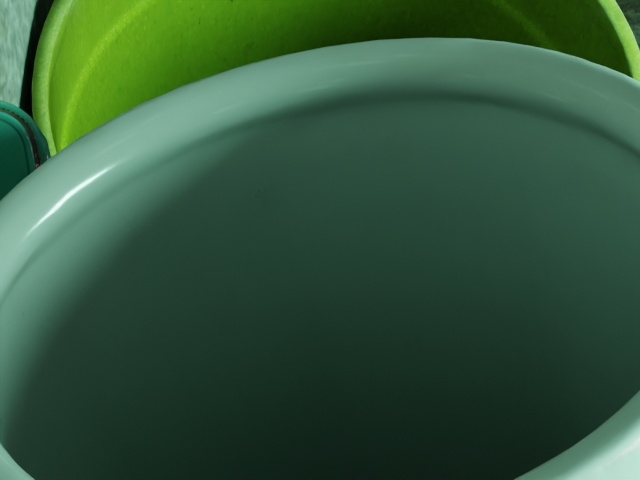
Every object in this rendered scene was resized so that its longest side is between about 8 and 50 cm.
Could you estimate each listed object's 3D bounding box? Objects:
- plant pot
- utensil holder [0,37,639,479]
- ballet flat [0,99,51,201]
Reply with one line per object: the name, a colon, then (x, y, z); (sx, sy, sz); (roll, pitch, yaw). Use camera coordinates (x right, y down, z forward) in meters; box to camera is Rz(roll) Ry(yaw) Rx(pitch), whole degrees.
plant pot: (0.000, 0.000, 1.262); (0.353, 0.366, 0.366); (99, -5, -58)
utensil holder: (0.037, 0.158, 0.845); (0.328, 0.327, 0.385); (-82, 163, -53)
ballet flat: (-0.156, 0.054, 0.913); (0.087, 0.083, 0.247); (-167, -104, -83)
